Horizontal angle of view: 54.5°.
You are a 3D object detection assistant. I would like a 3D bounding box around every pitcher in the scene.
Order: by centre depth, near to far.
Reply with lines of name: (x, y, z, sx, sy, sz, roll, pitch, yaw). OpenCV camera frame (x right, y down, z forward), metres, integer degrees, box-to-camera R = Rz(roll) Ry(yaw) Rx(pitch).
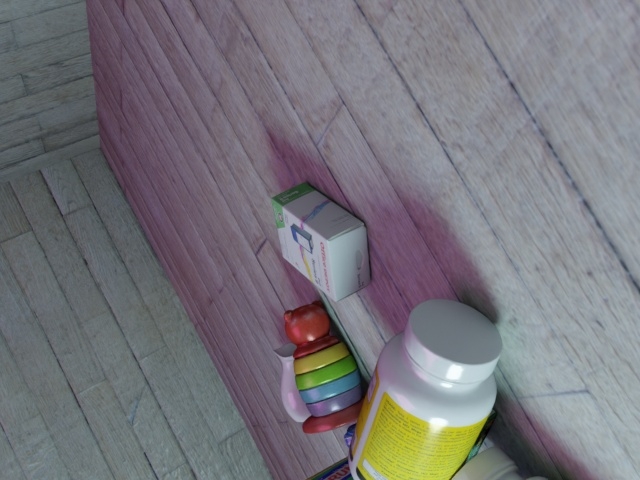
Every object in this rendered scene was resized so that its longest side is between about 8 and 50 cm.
pitcher: (-0.041, 0.400, 1.752, 0.177, 0.125, 0.207, -9, 96, 51)

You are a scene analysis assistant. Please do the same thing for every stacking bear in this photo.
stacking bear: (0.001, 0.292, 1.488, 0.289, 0.175, 0.164, 69, 160, 6)

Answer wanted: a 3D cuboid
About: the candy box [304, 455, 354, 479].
candy box: (0.117, 0.586, 1.393, 0.317, 0.268, 0.122, -13, 99, 67)

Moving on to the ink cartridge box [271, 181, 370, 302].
ink cartridge box: (0.000, 0.000, 1.246, 0.212, 0.093, 0.154, 36, 145, 45)

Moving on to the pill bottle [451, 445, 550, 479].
pill bottle: (0.333, 0.470, 0.919, 0.318, 0.176, 0.176, 45, 151, 38)

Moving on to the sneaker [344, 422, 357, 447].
sneaker: (0.131, 0.441, 1.390, 0.091, 0.126, 0.240, 62, 158, 3)

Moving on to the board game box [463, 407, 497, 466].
board game box: (0.245, 0.335, 1.159, 0.136, 0.030, 0.260, 51, 155, 33)

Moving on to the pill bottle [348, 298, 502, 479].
pill bottle: (0.167, 0.265, 0.995, 0.188, 0.187, 0.334, 45, 135, 38)
